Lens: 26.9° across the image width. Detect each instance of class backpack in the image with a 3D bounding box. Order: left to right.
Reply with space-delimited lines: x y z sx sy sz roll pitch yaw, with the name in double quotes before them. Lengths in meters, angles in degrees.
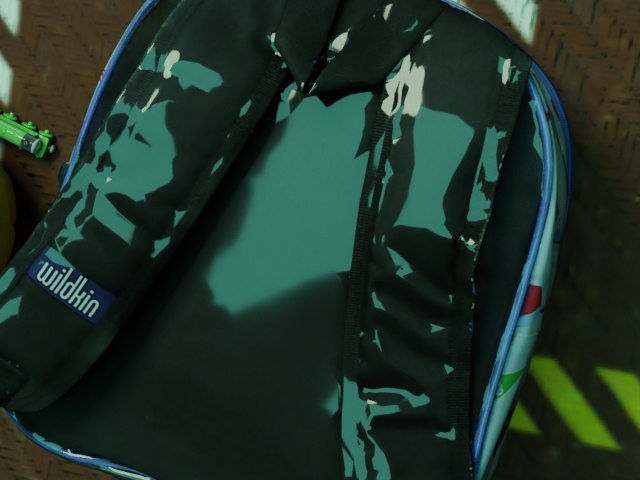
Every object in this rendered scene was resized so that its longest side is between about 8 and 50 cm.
"backpack" 0.000 0.000 0.642 0.277 0.213 0.263 22 106 7

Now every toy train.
"toy train" -0.194 -0.070 0.786 0.083 0.024 0.017 26 99 13

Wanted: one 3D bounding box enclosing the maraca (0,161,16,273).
"maraca" -0.241 -0.030 0.766 0.186 0.099 0.127 39 116 32
